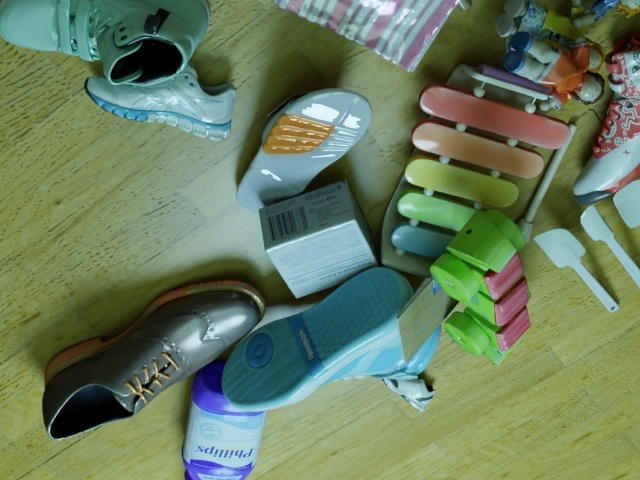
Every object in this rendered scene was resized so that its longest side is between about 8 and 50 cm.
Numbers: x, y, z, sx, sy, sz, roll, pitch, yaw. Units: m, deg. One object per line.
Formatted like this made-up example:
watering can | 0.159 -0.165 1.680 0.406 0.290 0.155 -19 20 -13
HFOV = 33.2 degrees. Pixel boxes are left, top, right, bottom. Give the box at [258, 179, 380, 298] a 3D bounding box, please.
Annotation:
box | 0.000 0.000 1.435 0.126 0.072 0.137 -18 145 8

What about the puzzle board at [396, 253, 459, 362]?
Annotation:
puzzle board | 0.142 0.089 1.423 0.128 0.011 0.096 -46 143 -27

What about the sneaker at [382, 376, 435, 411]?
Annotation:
sneaker | 0.132 0.218 1.647 0.109 0.040 0.043 37 98 -30

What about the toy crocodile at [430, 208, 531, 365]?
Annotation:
toy crocodile | 0.226 0.069 1.401 0.115 0.105 0.340 -43 145 -15

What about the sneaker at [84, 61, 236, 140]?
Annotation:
sneaker | -0.193 -0.187 1.324 0.191 0.071 0.083 10 117 -22

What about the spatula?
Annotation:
spatula | 0.424 0.015 1.511 0.168 0.019 0.242 -35 133 16

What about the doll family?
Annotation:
doll family | 0.313 -0.283 1.276 0.163 0.118 0.263 18 108 -30

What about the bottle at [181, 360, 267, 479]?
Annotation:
bottle | -0.154 0.315 1.648 0.118 0.092 0.282 7 123 -11

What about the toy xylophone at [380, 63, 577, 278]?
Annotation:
toy xylophone | 0.212 -0.088 1.413 0.236 0.081 0.322 8 124 -11

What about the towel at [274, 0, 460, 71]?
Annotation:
towel | 0.060 -0.294 1.268 0.197 0.029 0.144 24 128 -15

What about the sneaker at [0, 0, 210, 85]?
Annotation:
sneaker | -0.262 -0.237 1.220 0.256 0.151 0.094 -1 126 5

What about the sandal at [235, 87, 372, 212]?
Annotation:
sandal | -0.034 -0.130 1.372 0.102 0.076 0.265 21 141 -23

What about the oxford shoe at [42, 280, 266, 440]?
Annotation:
oxford shoe | -0.234 0.180 1.523 0.364 0.132 0.130 -29 121 14

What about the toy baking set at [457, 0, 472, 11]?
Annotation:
toy baking set | 0.205 -0.363 1.254 0.197 0.030 0.256 -31 122 15

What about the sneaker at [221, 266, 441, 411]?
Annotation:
sneaker | 0.032 0.170 1.527 0.319 0.127 0.208 -29 148 21

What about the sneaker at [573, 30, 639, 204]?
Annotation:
sneaker | 0.395 -0.171 1.377 0.145 0.090 0.270 43 125 -9
